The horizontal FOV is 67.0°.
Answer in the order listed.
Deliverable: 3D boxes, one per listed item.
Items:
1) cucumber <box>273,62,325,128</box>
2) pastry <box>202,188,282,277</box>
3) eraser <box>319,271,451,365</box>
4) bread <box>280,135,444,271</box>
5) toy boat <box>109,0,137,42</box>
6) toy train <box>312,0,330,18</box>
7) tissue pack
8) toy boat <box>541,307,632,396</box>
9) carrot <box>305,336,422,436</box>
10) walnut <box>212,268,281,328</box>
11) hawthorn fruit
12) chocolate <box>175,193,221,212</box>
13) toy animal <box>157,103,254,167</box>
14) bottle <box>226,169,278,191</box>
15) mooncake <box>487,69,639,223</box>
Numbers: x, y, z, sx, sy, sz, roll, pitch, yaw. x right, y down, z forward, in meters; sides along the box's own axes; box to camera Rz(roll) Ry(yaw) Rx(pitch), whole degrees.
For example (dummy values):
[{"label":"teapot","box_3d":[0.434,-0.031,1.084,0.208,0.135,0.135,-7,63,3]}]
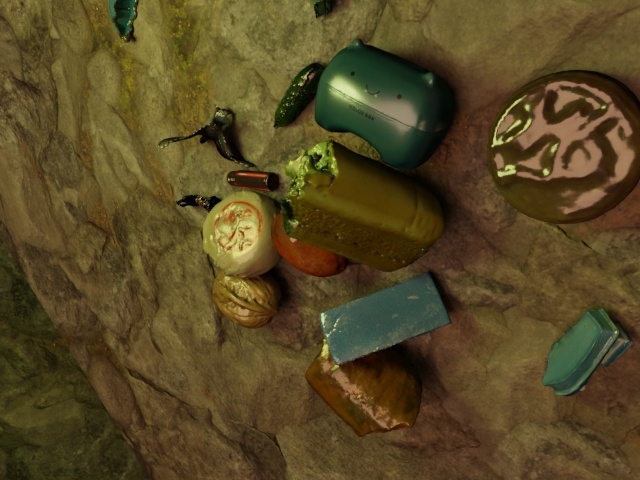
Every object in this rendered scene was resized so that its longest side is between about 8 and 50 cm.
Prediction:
[{"label":"cucumber","box_3d":[-0.063,-0.371,1.258,0.069,0.069,0.227,52,132,6]},{"label":"pastry","box_3d":[-0.221,-0.018,1.415,0.265,0.133,0.264,-4,80,22]},{"label":"eraser","box_3d":[0.159,0.199,1.226,0.312,0.042,0.144,-22,71,7]},{"label":"bread","box_3d":[0.093,-0.078,1.105,0.377,0.208,0.251,23,145,-19]},{"label":"toy boat","box_3d":[-0.594,-0.702,1.474,0.077,0.075,0.185,50,131,18]},{"label":"toy train","box_3d":[-0.003,-0.559,1.123,0.038,0.093,0.056,-18,93,5]},{"label":"tissue pack","box_3d":[0.144,-0.304,1.054,0.288,0.198,0.206,35,124,20]},{"label":"toy boat","box_3d":[0.580,0.260,1.062,0.098,0.109,0.237,14,122,-9]},{"label":"carrot","box_3d":[0.118,0.378,1.331,0.341,0.242,0.241,41,126,18]},{"label":"walnut","box_3d":[-0.230,0.169,1.516,0.245,0.198,0.198,28,122,24]},{"label":"hawthorn fruit","box_3d":[0.000,0.000,1.291,0.262,0.210,0.211,46,130,-13]},{"label":"chocolate","box_3d":[-0.397,-0.128,1.583,0.147,0.072,0.070,17,106,23]},{"label":"toy animal","box_3d":[-0.314,-0.316,1.427,0.273,0.197,0.160,22,111,-25]},{"label":"bottle","box_3d":[-0.207,-0.179,1.435,0.164,0.060,0.060,9,114,32]},{"label":"mooncake","box_3d":[0.464,-0.175,0.920,0.285,0.156,0.284,14,116,31]}]
